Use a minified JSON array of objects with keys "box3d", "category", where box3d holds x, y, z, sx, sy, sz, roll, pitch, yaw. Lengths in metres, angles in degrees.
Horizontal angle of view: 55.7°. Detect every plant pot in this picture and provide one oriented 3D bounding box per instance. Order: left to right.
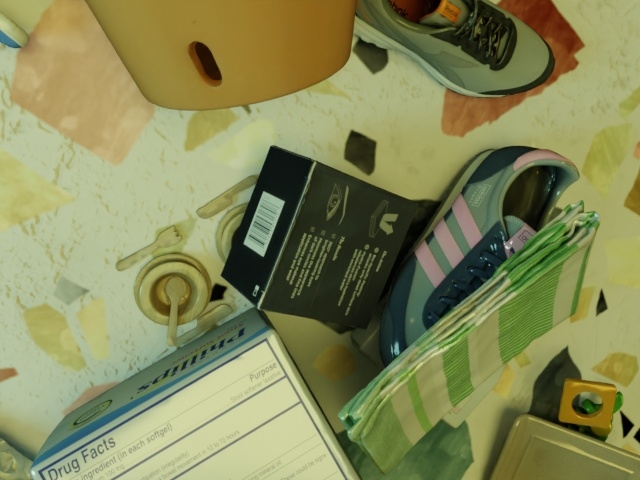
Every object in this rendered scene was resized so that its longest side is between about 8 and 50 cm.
[{"box3d":[-0.083,-0.243,0.523,0.291,0.291,0.203,-18,122,-11],"category":"plant pot"}]

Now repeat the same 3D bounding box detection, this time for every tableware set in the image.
[{"box3d":[-0.119,0.031,0.684,0.194,0.039,0.128,-34,109,-6],"category":"tableware set"}]

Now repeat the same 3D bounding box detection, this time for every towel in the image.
[{"box3d":[0.171,0.124,0.663,0.325,0.038,0.248,-39,148,-9],"category":"towel"}]

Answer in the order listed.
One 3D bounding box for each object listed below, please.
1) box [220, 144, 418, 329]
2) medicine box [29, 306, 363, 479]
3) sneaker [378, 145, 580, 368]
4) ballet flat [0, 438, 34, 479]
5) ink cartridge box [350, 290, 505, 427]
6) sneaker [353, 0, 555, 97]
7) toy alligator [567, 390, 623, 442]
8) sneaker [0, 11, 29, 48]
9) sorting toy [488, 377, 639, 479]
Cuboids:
[{"box3d":[0.000,0.000,0.659,0.158,0.093,0.155,17,97,-39],"category":"box"},{"box3d":[-0.104,0.265,0.661,0.264,0.149,0.289,-30,97,-8],"category":"medicine box"},{"box3d":[0.178,0.024,0.686,0.112,0.131,0.318,33,78,-24],"category":"sneaker"},{"box3d":[-0.328,0.330,0.645,0.147,0.147,0.409,-46,109,-2],"category":"ballet flat"},{"box3d":[0.180,0.098,0.776,0.189,0.066,0.232,42,93,-19],"category":"ink cartridge box"},{"box3d":[0.149,-0.229,0.666,0.272,0.108,0.100,16,96,-20],"category":"sneaker"},{"box3d":[0.379,0.296,0.881,0.051,0.056,0.189,24,104,25],"category":"toy alligator"},{"box3d":[-0.356,-0.197,0.556,0.152,0.058,0.084,28,88,-15],"category":"sneaker"},{"box3d":[0.339,0.338,0.847,0.196,0.047,0.347,17,111,8],"category":"sorting toy"}]
